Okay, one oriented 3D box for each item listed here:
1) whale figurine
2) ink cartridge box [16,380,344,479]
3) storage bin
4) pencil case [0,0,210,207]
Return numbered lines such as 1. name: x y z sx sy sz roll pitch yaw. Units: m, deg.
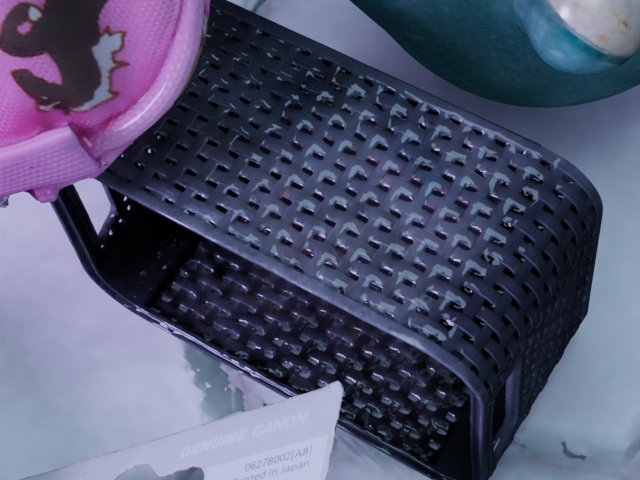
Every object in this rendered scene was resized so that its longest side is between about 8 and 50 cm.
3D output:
1. whale figurine: 0.038 -0.127 0.541 0.272 0.141 0.216 -3 52 -42
2. ink cartridge box: -0.068 0.166 0.454 0.181 0.056 0.225 -20 37 31
3. storage bin: 0.000 0.000 0.530 0.180 0.122 0.084 28 69 19
4. pencil case: -0.159 -0.159 0.540 0.167 0.160 0.386 -54 34 16
